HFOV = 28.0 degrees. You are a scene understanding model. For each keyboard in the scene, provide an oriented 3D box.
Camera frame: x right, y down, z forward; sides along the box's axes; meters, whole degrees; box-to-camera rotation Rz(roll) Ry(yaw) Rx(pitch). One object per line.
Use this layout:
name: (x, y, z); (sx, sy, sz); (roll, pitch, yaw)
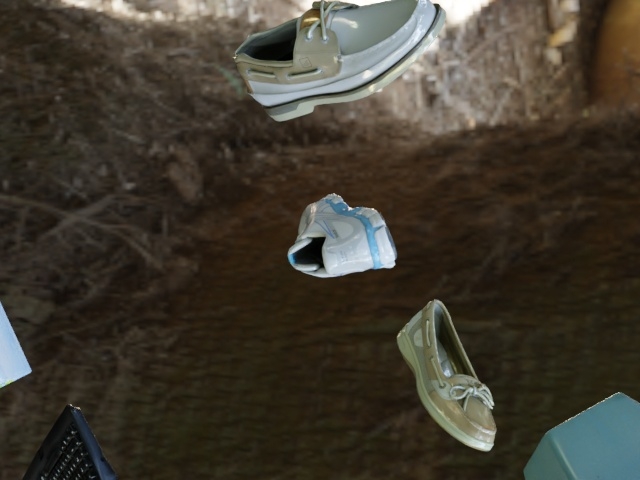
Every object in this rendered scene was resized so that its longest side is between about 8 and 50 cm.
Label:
keyboard: (-0.178, 0.188, 0.874); (0.038, 0.192, 0.100); (-24, 74, -32)

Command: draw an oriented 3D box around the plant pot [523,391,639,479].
plant pot: (0.328, 0.291, 1.330); (0.165, 0.234, 0.166); (-24, 154, -21)

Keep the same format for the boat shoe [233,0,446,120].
boat shoe: (0.012, -0.233, 1.551); (0.103, 0.302, 0.113); (44, 48, -27)

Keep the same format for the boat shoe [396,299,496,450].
boat shoe: (0.113, 0.114, 1.091); (0.056, 0.153, 0.048); (22, 116, -30)

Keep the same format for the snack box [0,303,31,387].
snack box: (-0.402, 0.082, 1.310); (0.070, 0.207, 0.175); (-28, 96, -43)

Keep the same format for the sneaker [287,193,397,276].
sneaker: (0.000, 0.000, 1.252); (0.083, 0.190, 0.071); (-19, 99, -17)
